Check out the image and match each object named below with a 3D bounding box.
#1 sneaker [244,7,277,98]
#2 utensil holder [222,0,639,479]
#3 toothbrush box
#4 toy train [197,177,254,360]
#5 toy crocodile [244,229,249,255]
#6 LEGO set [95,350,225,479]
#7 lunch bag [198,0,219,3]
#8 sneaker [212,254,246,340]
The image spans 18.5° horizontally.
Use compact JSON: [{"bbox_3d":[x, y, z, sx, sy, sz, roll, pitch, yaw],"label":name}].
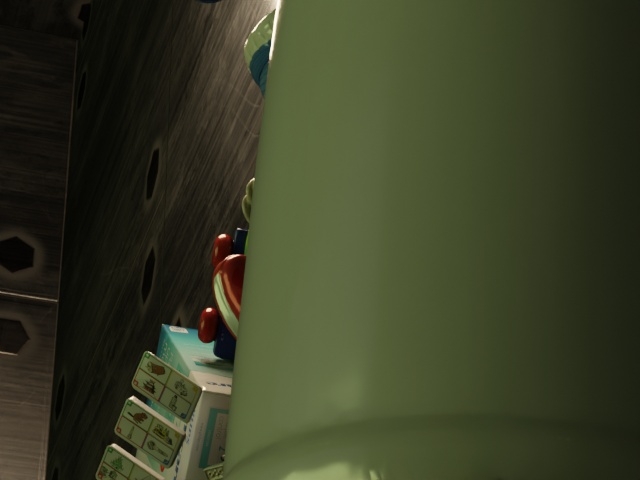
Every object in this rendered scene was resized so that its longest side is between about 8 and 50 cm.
[{"bbox_3d":[0.027,-0.223,2.075,0.330,0.129,0.147,121,136,-53],"label":"sneaker"},{"bbox_3d":[0.107,0.020,1.187,0.327,0.327,0.385,127,150,-60],"label":"utensil holder"},{"bbox_3d":[-0.125,0.243,2.289,0.295,0.126,0.216,-137,58,-71],"label":"toothbrush box"},{"bbox_3d":[-0.072,0.013,2.311,0.143,0.105,0.248,-101,21,-86],"label":"toy train"},{"bbox_3d":[0.000,0.000,2.000,0.340,0.115,0.105,118,154,-55],"label":"toy crocodile"},{"bbox_3d":[-0.108,0.244,2.106,0.060,0.244,0.182,-32,-31,-57],"label":"LEGO set"},{"bbox_3d":[-0.043,-0.382,2.121,0.293,0.138,0.221,-52,12,29],"label":"lunch bag"},{"bbox_3d":[-0.010,0.082,1.942,0.221,0.087,0.128,52,136,10],"label":"sneaker"}]
